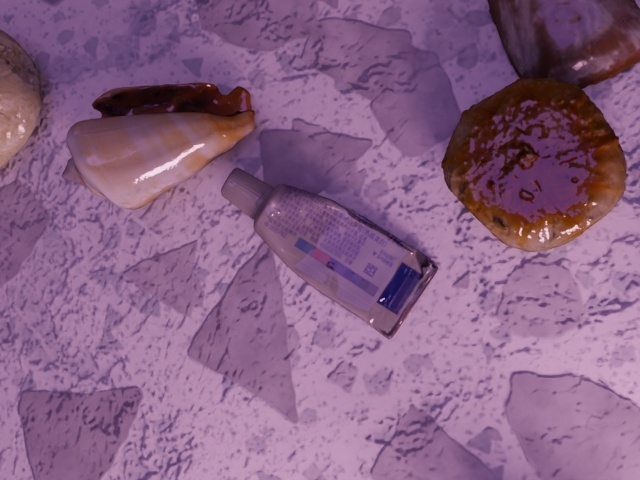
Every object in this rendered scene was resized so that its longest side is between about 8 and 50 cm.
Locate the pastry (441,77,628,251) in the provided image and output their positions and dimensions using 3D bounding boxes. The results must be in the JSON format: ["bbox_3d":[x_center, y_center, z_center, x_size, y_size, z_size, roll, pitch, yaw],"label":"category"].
[{"bbox_3d":[0.238,-0.085,0.783,0.182,0.093,0.192,-33,79,12],"label":"pastry"}]

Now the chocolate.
[{"bbox_3d":[0.274,-0.304,0.801,0.156,0.080,0.254,-21,80,11],"label":"chocolate"}]

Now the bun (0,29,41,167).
[{"bbox_3d":[-0.510,-0.207,0.965,0.220,0.134,0.221,-2,84,18],"label":"bun"}]

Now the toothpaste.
[{"bbox_3d":[0.001,-0.001,0.858,0.282,0.068,0.099,33,123,6],"label":"toothpaste"}]

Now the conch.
[{"bbox_3d":[-0.210,-0.118,0.904,0.255,0.127,0.158,-9,51,-8],"label":"conch"}]
